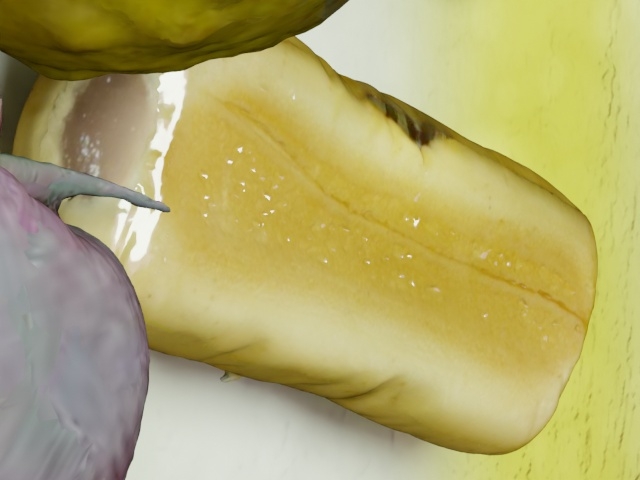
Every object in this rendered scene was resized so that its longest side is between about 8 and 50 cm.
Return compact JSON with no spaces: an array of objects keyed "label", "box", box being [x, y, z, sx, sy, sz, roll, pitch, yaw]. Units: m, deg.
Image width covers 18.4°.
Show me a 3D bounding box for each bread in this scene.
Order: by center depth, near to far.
[{"label":"bread","box":[0.000,0.000,0.839,0.305,0.091,0.142,26,81,-44]}]

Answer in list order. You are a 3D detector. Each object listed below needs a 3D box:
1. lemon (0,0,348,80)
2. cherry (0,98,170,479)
[{"label":"lemon","box":[-0.053,-0.204,0.659,0.285,0.285,0.316,37,45,-41]},{"label":"cherry","box":[-0.161,0.035,0.603,0.213,0.183,0.266,46,65,-24]}]
